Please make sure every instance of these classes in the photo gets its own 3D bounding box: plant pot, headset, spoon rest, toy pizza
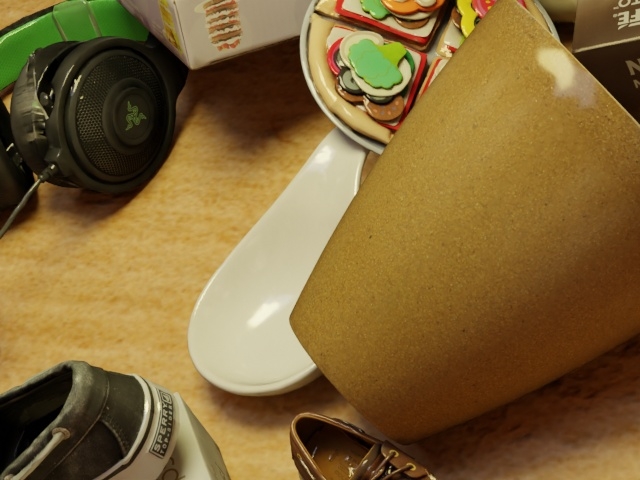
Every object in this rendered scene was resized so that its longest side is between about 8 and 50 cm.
[{"bbox_3d":[0.110,0.009,1.237,0.254,0.237,0.237,-43,42,6],"label":"plant pot"},{"bbox_3d":[-0.254,-0.110,1.557,0.243,0.185,0.394,-13,34,18],"label":"headset"},{"bbox_3d":[0.000,0.000,1.388,0.137,0.084,0.276,12,56,36],"label":"spoon rest"},{"bbox_3d":[0.085,-0.144,1.403,0.201,0.032,0.201,3,62,-6],"label":"toy pizza"}]

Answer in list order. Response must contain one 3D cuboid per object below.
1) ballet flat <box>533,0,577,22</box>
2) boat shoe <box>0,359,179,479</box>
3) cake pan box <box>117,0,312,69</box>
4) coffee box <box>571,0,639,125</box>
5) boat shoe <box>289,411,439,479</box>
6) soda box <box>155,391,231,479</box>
[{"bbox_3d":[0.153,-0.229,1.535,0.086,0.086,0.248,-28,41,3],"label":"ballet flat"},{"bbox_3d":[-0.235,0.162,1.285,0.306,0.105,0.113,-24,50,38],"label":"boat shoe"},{"bbox_3d":[-0.029,-0.236,1.556,0.267,0.070,0.246,-18,29,-14],"label":"cake pan box"},{"bbox_3d":[0.278,-0.205,1.415,0.141,0.098,0.246,-10,45,24],"label":"coffee box"},{"bbox_3d":[0.040,0.166,1.225,0.064,0.060,0.178,-46,45,-16],"label":"boat shoe"},{"bbox_3d":[-0.083,0.206,1.245,0.069,0.074,0.216,-29,42,1],"label":"soda box"}]
